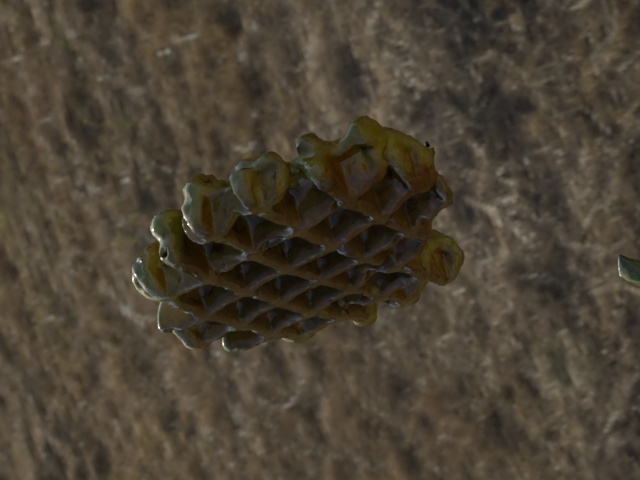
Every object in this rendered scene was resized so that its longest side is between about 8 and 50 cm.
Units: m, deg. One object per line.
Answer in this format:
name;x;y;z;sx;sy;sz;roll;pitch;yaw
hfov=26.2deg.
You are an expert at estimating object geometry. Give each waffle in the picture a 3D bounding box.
waffle;0.000;0.001;0.928;0.253;0.249;0.056;-56;45;51

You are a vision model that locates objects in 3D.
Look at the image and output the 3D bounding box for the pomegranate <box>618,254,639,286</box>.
pomegranate;0.226;0.056;0.566;0.220;0.156;0.156;32;157;-15
